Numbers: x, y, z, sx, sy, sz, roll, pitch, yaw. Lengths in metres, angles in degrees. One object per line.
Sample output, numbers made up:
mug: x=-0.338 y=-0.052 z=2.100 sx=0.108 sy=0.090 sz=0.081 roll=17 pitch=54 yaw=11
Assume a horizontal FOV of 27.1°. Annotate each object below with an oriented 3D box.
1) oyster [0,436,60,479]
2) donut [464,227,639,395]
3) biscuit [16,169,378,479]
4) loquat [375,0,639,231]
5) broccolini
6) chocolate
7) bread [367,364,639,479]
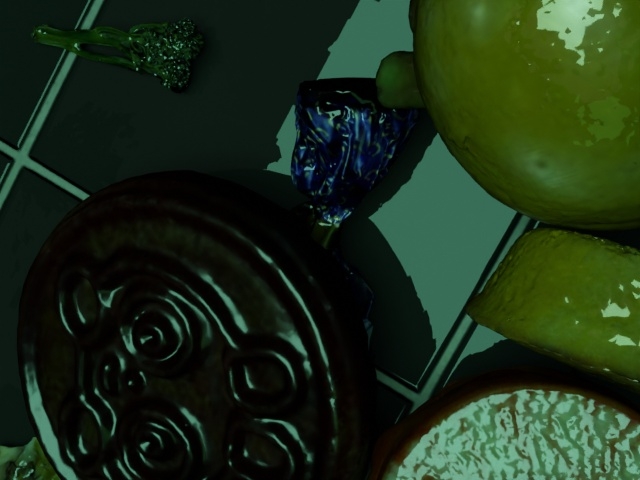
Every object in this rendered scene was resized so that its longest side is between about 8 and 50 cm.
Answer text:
oyster: x=-0.322 y=0.336 z=1.412 sx=0.214 sy=0.083 sz=0.223 roll=-38 pitch=77 yaw=11
donut: x=0.262 y=0.071 z=1.149 sx=0.277 sy=0.277 sz=0.108 roll=20 pitch=87 yaw=13
biscuit: x=-0.134 y=0.135 z=1.288 sx=0.407 sy=0.091 sz=0.407 roll=7 pitch=104 yaw=29
loquat: x=0.207 y=-0.166 z=1.117 sx=0.359 sy=0.328 sz=0.328 roll=-9 pitch=90 yaw=26
broccolini: x=-0.217 y=-0.198 z=1.365 sx=0.201 sy=0.058 sz=0.074 roll=8 pitch=88 yaw=14
chocolate: x=0.000 y=0.005 z=1.299 sx=0.148 sy=0.126 sz=0.343 roll=5 pitch=104 yaw=-23
bread: x=0.202 y=0.271 z=1.193 sx=0.295 sy=0.114 sz=0.328 roll=-37 pitch=87 yaw=7
